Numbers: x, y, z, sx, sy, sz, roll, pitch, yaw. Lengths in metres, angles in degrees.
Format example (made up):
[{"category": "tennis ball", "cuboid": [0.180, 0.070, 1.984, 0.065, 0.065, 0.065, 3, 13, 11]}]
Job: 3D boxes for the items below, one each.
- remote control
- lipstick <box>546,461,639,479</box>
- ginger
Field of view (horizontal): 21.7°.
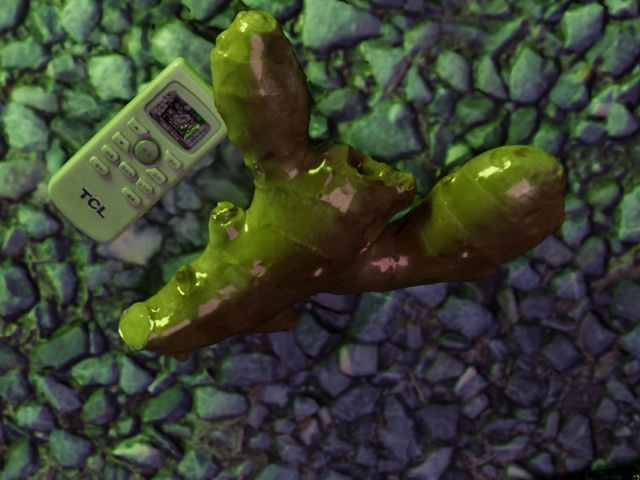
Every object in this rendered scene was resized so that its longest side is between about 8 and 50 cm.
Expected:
[{"category": "remote control", "cuboid": [-0.170, -0.081, 1.575, 0.190, 0.029, 0.087, -41, 106, 13]}, {"category": "lipstick", "cuboid": [0.270, 0.260, 1.707, 0.234, 0.053, 0.053, -8, 111, 7]}, {"category": "ginger", "cuboid": [0.011, -0.004, 1.571, 0.363, 0.122, 0.348, 20, 119, -20]}]
